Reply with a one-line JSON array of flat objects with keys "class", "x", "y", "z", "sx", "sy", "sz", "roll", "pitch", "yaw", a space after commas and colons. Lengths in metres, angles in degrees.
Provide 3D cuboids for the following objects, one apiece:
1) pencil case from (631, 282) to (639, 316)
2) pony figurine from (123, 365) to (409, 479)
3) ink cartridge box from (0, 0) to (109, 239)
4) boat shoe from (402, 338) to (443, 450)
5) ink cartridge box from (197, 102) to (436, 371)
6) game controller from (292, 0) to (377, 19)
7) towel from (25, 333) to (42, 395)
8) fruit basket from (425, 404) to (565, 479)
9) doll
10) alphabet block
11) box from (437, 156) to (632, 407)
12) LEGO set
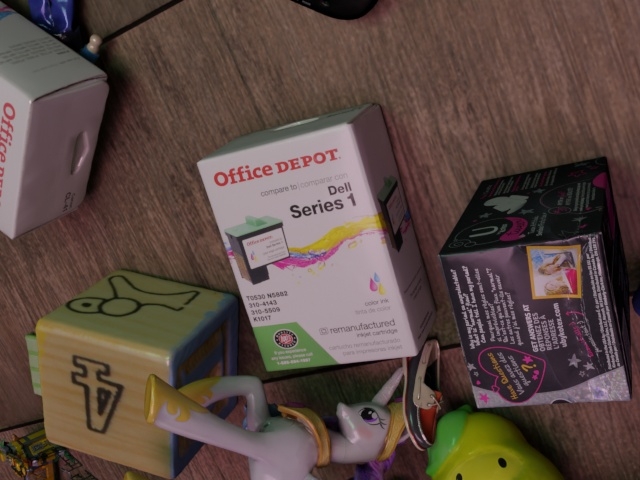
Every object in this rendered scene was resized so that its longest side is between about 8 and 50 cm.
[{"class": "pencil case", "x": 0.404, "y": -0.028, "z": 0.698, "sx": 0.119, "sy": 0.133, "sz": 0.306, "roll": 28, "pitch": 118, "yaw": 29}, {"class": "pony figurine", "x": -0.041, "y": 0.318, "z": 0.861, "sx": 0.363, "sy": 0.303, "sz": 0.351, "roll": 7, "pitch": 84, "yaw": -24}, {"class": "ink cartridge box", "x": -0.444, "y": -0.184, "z": 0.934, "sx": 0.306, "sy": 0.131, "sz": 0.226, "roll": 35, "pitch": 128, "yaw": 13}, {"class": "boat shoe", "x": 0.129, "y": 0.187, "z": 0.898, "sx": 0.043, "sy": 0.137, "sz": 0.049, "roll": -20, "pitch": 143, "yaw": 30}, {"class": "ink cartridge box", "x": 0.000, "y": 0.000, "z": 0.871, "sx": 0.201, "sy": 0.117, "sz": 0.278, "roll": -11, "pitch": 106, "yaw": 24}, {"class": "game controller", "x": -0.064, "y": -0.362, "z": 0.783, "sx": 0.319, "sy": 0.067, "sz": 0.166, "roll": 26, "pitch": 117, "yaw": 10}, {"class": "towel", "x": -0.399, "y": 0.208, "z": 1.166, "sx": 0.152, "sy": 0.023, "sz": 0.113, "roll": 9, "pitch": 111, "yaw": 20}, {"class": "fruit basket", "x": 0.238, "y": 0.375, "z": 0.820, "sx": 0.392, "sy": 0.283, "sz": 0.392, "roll": 1, "pitch": 95, "yaw": 8}, {"class": "doll", "x": -0.332, "y": -0.260, "z": 0.938, "sx": 0.129, "sy": 0.046, "sz": 0.189, "roll": 5, "pitch": 112, "yaw": 20}, {"class": "alphabet block", "x": -0.239, "y": 0.172, "z": 0.992, "sx": 0.197, "sy": 0.192, "sz": 0.193, "roll": 11, "pitch": 112, "yaw": 18}, {"class": "box", "x": 0.222, "y": 0.034, "z": 0.725, "sx": 0.142, "sy": 0.247, "sz": 0.163, "roll": -9, "pitch": 107, "yaw": 26}, {"class": "LEGO set", "x": -0.443, "y": 0.461, "z": 1.125, "sx": 0.331, "sy": 0.192, "sz": 0.255, "roll": 29, "pitch": 121, "yaw": 35}]
